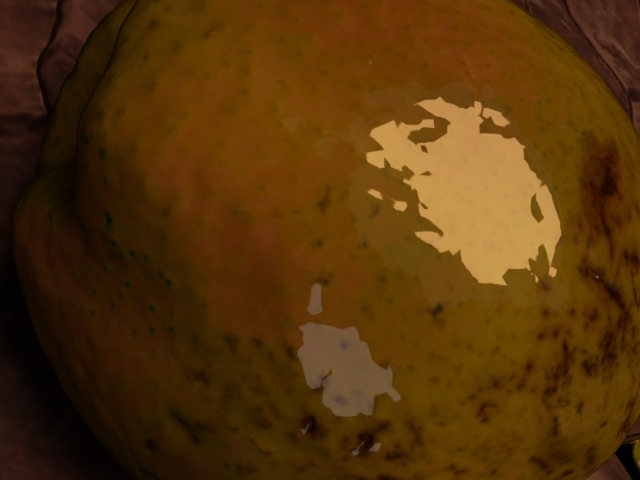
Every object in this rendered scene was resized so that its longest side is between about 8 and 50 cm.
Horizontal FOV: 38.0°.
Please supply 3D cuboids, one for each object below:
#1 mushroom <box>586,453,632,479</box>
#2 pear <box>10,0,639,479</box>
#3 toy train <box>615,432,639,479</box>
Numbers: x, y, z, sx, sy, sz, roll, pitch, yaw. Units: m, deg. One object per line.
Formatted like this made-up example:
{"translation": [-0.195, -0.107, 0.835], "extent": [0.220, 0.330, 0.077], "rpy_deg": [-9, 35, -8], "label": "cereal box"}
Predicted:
{"translation": [0.249, 0.243, 0.855], "extent": [0.278, 0.099, 0.096], "rpy_deg": [51, 51, -15], "label": "mushroom"}
{"translation": [0.000, 0.000, 0.569], "extent": [0.391, 0.391, 0.391], "rpy_deg": [20, 58, -35], "label": "pear"}
{"translation": [0.354, 0.322, 0.939], "extent": [0.085, 0.053, 0.249], "rpy_deg": [-4, 73, -49], "label": "toy train"}
